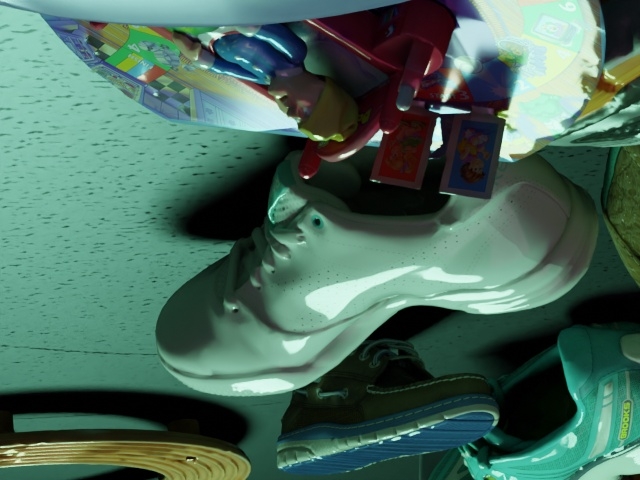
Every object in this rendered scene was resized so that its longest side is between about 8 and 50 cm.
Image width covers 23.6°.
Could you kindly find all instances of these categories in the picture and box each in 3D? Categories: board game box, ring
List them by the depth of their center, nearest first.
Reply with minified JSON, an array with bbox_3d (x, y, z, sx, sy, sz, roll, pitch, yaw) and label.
[{"bbox_3d":[-0.011,-0.052,0.407,0.168,0.033,0.133,8,151,16],"label":"board game box"},{"bbox_3d":[-0.216,0.166,1.054,0.336,0.032,0.336,-8,162,-3],"label":"ring"}]

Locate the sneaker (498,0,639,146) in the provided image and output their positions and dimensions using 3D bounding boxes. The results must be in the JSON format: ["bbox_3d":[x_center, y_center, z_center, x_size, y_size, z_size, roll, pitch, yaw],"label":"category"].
[{"bbox_3d":[0.127,-0.075,0.432,0.083,0.084,0.215,10,165,-42],"label":"sneaker"}]

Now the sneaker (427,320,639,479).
[{"bbox_3d":[0.131,0.121,0.983,0.110,0.107,0.275,8,146,-24],"label":"sneaker"}]

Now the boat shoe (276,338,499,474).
[{"bbox_3d":[0.030,0.091,0.879,0.066,0.066,0.183,10,160,-36],"label":"boat shoe"}]

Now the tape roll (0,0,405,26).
[{"bbox_3d":[-0.011,-0.114,0.257,0.189,0.080,0.189,-7,162,-2],"label":"tape roll"}]

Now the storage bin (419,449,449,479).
[{"bbox_3d":[0.133,0.180,1.155,0.091,0.098,0.135,-5,164,23],"label":"storage bin"}]

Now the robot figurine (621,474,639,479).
[{"bbox_3d":[0.257,0.199,1.045,0.219,0.158,0.128,-14,147,7],"label":"robot figurine"}]

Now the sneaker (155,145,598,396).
[{"bbox_3d":[0.000,0.000,0.625,0.212,0.080,0.094,-21,140,32],"label":"sneaker"}]

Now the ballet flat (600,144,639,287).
[{"bbox_3d":[0.261,-0.056,0.527,0.342,0.116,0.124,-10,142,19],"label":"ballet flat"}]
